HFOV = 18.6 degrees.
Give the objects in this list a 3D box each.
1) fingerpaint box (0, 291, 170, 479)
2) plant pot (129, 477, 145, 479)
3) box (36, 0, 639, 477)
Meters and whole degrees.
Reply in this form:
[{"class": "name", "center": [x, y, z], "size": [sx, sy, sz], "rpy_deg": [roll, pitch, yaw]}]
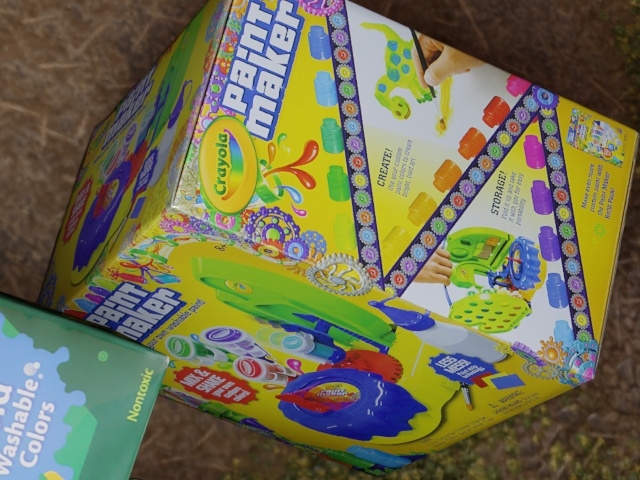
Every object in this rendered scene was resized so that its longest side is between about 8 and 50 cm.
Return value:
[{"class": "fingerpaint box", "center": [-0.331, 0.204, 1.014], "size": [0.371, 0.163, 0.445], "rpy_deg": [21, 86, -18]}, {"class": "plant pot", "center": [-0.008, 0.303, 1.182], "size": [0.247, 0.248, 0.252], "rpy_deg": [18, 82, -19]}, {"class": "box", "center": [0.000, 0.000, 1.260], "size": [0.279, 0.290, 0.177], "rpy_deg": [22, 64, -16]}]
